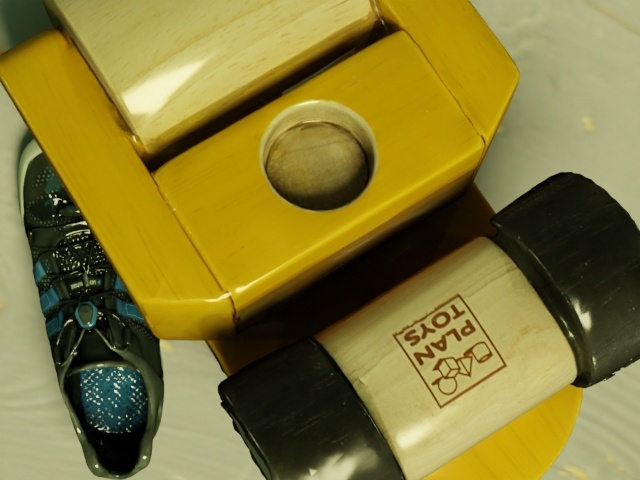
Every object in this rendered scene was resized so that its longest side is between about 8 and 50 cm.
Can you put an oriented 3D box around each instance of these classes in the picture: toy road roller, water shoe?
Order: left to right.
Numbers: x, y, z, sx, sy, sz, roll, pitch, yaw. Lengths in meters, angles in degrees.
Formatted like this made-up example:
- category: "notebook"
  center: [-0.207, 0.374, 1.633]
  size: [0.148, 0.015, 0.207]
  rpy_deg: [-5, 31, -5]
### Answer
- category: "water shoe"
  center: [-0.120, 0.038, 0.674]
  size: [0.073, 0.080, 0.203]
  rpy_deg: [-12, 115, -6]
- category: "toy road roller"
  center: [0.000, 0.000, 0.633]
  size: [0.202, 0.240, 0.330]
  rpy_deg: [-31, 79, -10]
